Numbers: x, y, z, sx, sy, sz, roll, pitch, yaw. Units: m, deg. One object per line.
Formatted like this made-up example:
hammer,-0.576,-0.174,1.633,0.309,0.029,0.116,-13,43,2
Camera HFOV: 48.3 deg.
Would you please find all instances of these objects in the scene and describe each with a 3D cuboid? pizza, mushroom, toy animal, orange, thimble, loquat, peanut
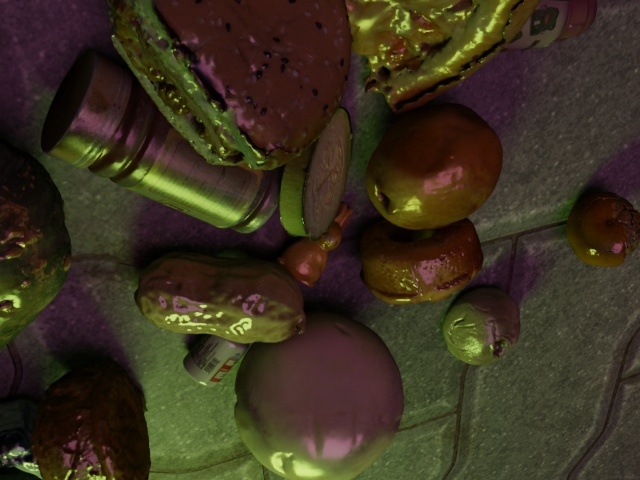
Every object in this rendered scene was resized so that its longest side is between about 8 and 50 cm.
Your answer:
pizza,0.147,-0.354,0.939,0.392,0.080,0.435,-7,144,38
mushroom,0.024,0.294,1.328,0.356,0.315,0.315,21,111,-34
toy animal,-0.001,-0.001,1.267,0.159,0.070,0.083,-48,125,5
orange,0.583,-0.021,1.468,0.156,0.156,0.134,-34,169,0
thimble,-0.539,0.394,1.232,0.237,0.150,0.237,-11,123,-16
loquat,0.186,-0.115,1.176,0.238,0.193,0.238,-41,165,-13
peanut,-0.156,0.090,1.188,0.291,0.143,0.159,12,143,-17

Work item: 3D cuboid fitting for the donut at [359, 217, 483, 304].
donut,0.176,0.024,1.271,0.227,0.226,0.113,-21,116,-11

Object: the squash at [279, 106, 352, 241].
squash,-0.002,-0.106,1.132,0.041,0.219,0.219,14,124,17

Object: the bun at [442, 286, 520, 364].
bun,0.352,0.193,1.521,0.167,0.113,0.173,-11,123,-18

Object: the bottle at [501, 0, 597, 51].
bottle,0.321,-0.361,1.137,0.253,0.120,0.120,-9,124,-19

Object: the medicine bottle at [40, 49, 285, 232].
medicine bottle,-0.214,-0.129,1.028,0.322,0.151,0.151,25,109,-35

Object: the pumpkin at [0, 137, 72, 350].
pumpkin,-0.483,0.016,0.936,0.328,0.257,0.291,-32,117,7

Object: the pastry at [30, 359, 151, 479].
pastry,-0.384,0.323,1.208,0.132,0.235,0.240,-15,133,-1

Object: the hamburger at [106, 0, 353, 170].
hamburger,-0.106,-0.265,0.900,0.277,0.195,0.318,-51,119,-24

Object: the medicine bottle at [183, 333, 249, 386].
medicine bottle,-0.180,0.194,1.304,0.079,0.079,0.140,33,104,-36
